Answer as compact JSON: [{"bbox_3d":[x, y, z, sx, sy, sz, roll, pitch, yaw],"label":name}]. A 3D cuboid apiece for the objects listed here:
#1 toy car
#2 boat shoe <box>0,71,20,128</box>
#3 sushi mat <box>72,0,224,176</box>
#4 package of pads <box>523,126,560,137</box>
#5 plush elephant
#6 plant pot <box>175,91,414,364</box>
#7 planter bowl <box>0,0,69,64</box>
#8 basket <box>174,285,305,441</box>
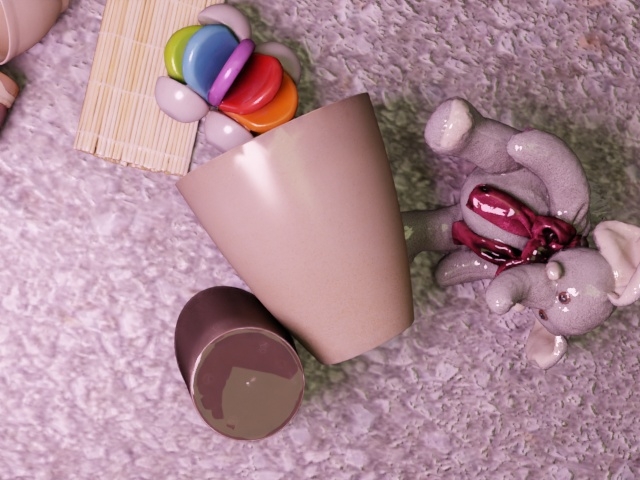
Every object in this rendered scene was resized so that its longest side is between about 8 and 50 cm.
[{"bbox_3d":[-0.107,-0.202,1.161,0.182,0.136,0.159,35,82,-18],"label":"toy car"},{"bbox_3d":[-0.548,-0.201,1.122,0.341,0.123,0.123,21,86,-14],"label":"boat shoe"},{"bbox_3d":[-0.216,-0.250,1.217,0.151,0.019,0.317,12,89,-9],"label":"sushi mat"},{"bbox_3d":[0.293,-0.110,1.283,0.050,0.032,0.083,18,88,-5],"label":"package of pads"},{"bbox_3d":[0.262,0.017,1.153,0.329,0.272,0.255,6,45,-23],"label":"plush elephant"},{"bbox_3d":[0.000,0.000,1.124,0.256,0.256,0.274,-26,92,-7],"label":"plant pot"},{"bbox_3d":[-0.377,-0.309,1.136,0.109,0.162,0.162,-31,95,-33],"label":"planter bowl"},{"bbox_3d":[-0.094,0.159,1.132,0.154,0.227,0.204,-30,95,-7],"label":"basket"}]
